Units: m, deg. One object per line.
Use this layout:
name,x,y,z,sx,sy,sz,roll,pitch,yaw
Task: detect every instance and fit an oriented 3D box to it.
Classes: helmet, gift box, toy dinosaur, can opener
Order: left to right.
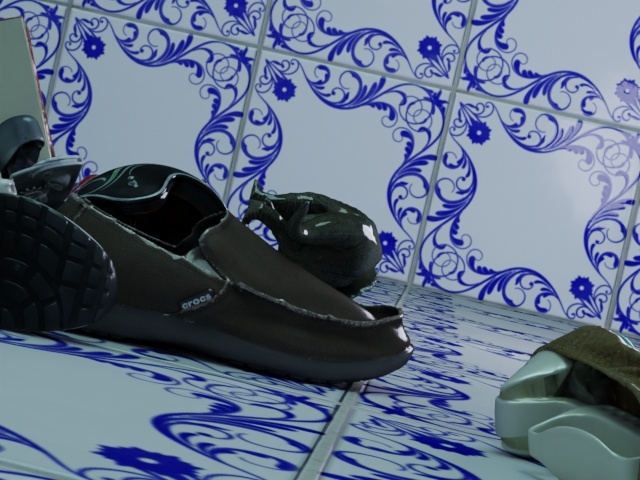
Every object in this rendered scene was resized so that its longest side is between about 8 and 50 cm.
gift box,-0.420,-0.123,1.784,0.276,0.258,0.255,-10,6,-4
can opener,-0.309,-0.050,1.544,0.076,0.095,0.283,-16,-11,-22
helmet,-0.177,-0.001,1.486,0.169,0.169,0.161,14,19,27
toy dinosaur,0.000,0.000,1.471,0.160,0.121,0.313,15,-26,-2

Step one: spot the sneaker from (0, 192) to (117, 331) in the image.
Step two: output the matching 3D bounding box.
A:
sneaker,-0.305,0.008,1.242,0.283,0.107,0.124,13,-4,0

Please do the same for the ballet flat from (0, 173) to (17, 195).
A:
ballet flat,-0.378,-0.031,1.495,0.147,0.147,0.409,12,1,-28

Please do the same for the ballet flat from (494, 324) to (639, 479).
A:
ballet flat,0.203,0.136,1.090,0.124,0.116,0.342,-7,10,-13

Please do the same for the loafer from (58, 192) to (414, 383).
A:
loafer,-0.082,0.040,1.320,0.366,0.130,0.134,12,2,-15
